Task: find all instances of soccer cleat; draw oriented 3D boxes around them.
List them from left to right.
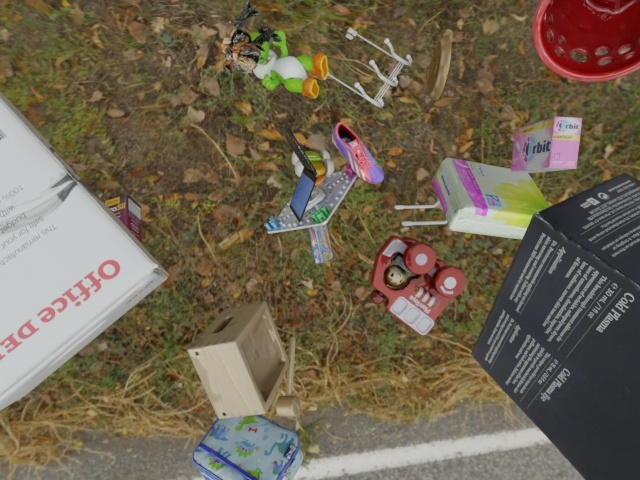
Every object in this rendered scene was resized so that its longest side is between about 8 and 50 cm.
[{"bbox_3d":[0.162,-0.377,1.785,0.109,0.116,0.318,-37,82,-6],"label":"soccer cleat"}]

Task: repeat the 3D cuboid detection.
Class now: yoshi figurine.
[{"bbox_3d":[-0.166,-0.685,1.568,0.362,0.203,0.202,23,130,16],"label":"yoshi figurine"}]

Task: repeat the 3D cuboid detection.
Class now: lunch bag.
[{"bbox_3d":[-0.162,0.486,0.921,0.219,0.176,0.090,18,134,28],"label":"lunch bag"}]

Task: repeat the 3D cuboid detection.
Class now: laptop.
[{"bbox_3d":[-0.102,-0.227,1.352,0.137,0.234,0.264,-34,112,-1],"label":"laptop"}]

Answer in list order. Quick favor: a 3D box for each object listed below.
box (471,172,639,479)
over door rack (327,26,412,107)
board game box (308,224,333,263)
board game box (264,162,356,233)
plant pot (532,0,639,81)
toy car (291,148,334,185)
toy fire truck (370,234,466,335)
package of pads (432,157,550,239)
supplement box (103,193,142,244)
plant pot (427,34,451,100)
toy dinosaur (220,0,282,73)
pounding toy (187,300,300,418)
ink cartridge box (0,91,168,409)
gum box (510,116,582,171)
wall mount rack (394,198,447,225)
[{"bbox_3d":[0.411,0.149,0.545,0.179,0.312,0.343,-21,138,-19],"label":"box"},{"bbox_3d":[0.177,-0.724,1.688,0.324,0.108,0.239,33,86,15],"label":"over door rack"},{"bbox_3d":[0.000,0.000,1.905,0.035,0.136,0.201,-12,90,26],"label":"board game box"},{"bbox_3d":[-0.040,-0.201,1.897,0.390,0.389,0.050,-7,130,45],"label":"board game box"},{"bbox_3d":[0.453,-0.376,0.640,0.191,0.191,0.174,53,57,-29],"label":"plant pot"},{"bbox_3d":[-0.035,-0.297,1.712,0.159,0.182,0.136,-4,132,-13],"label":"toy car"},{"bbox_3d":[0.298,0.141,1.340,0.302,0.169,0.253,37,93,-10],"label":"toy fire truck"},{"bbox_3d":[0.484,-0.119,1.167,0.297,0.229,0.101,8,136,-11],"label":"package of pads"},{"bbox_3d":[-0.639,-0.041,1.309,0.104,0.188,0.080,-18,151,3],"label":"supplement box"},{"bbox_3d":[0.454,-0.668,1.591,0.033,0.236,0.236,6,117,0],"label":"plant pot"},{"bbox_3d":[-0.276,-0.682,1.408,0.218,0.322,0.164,-47,156,7],"label":"toy dinosaur"},{"bbox_3d":[-0.110,0.214,0.688,0.094,0.181,0.205,-13,105,17],"label":"pounding toy"},{"bbox_3d":[-0.357,-0.004,0.437,0.223,0.129,0.307,-42,93,-15],"label":"ink cartridge box"},{"bbox_3d":[0.517,-0.216,0.958,0.062,0.188,0.107,3,96,-1],"label":"gum box"},{"bbox_3d":[0.462,-0.151,1.614,0.304,0.350,0.130,-39,105,16],"label":"wall mount rack"}]
